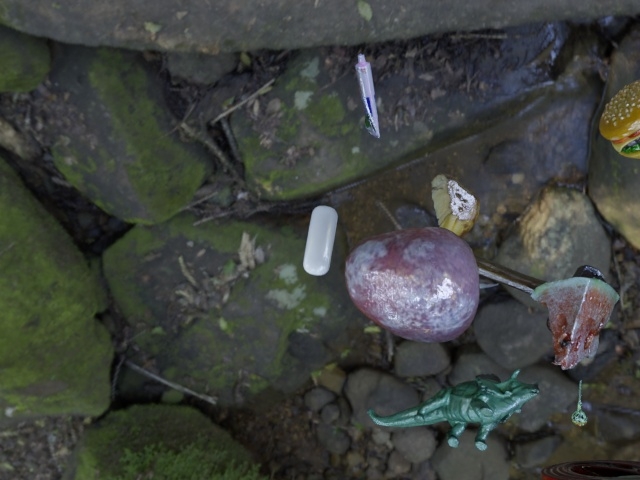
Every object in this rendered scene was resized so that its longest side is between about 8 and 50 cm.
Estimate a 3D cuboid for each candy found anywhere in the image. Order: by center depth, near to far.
[{"bbox_3d":[0.456,0.284,1.200,0.025,0.023,0.084,8,99,40],"label":"candy"}]

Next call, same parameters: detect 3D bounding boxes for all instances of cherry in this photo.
[{"bbox_3d":[0.184,0.080,1.233,0.285,0.213,0.236,5,159,-6],"label":"cherry"}]

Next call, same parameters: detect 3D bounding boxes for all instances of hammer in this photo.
[{"bbox_3d":[0.598,0.126,2.004,0.408,0.242,0.095,21,135,27],"label":"hammer"}]

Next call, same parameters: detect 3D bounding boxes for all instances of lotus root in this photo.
[{"bbox_3d":[0.316,-0.083,1.566,0.095,0.135,0.160,-12,82,-6],"label":"lotus root"}]

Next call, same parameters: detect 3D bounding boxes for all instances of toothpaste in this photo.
[{"bbox_3d":[0.092,-0.277,1.322,0.028,0.045,0.170,-25,125,-18],"label":"toothpaste"}]

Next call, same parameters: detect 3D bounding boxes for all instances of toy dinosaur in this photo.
[{"bbox_3d":[0.211,0.279,1.091,0.291,0.120,0.079,-26,110,19],"label":"toy dinosaur"}]

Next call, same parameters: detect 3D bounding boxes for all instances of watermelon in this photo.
[{"bbox_3d":[0.436,0.126,1.125,0.097,0.158,0.121,22,131,-20],"label":"watermelon"}]

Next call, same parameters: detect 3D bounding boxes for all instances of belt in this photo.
[{"bbox_3d":[0.564,0.499,1.320,0.227,0.115,0.324,-5,169,-13],"label":"belt"}]

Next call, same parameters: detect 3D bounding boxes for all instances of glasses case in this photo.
[{"bbox_3d":[0.000,0.000,1.884,0.074,0.194,0.049,9,169,1],"label":"glasses case"}]

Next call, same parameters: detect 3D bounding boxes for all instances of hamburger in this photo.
[{"bbox_3d":[0.633,-0.242,1.345,0.115,0.162,0.162,36,129,-17],"label":"hamburger"}]
